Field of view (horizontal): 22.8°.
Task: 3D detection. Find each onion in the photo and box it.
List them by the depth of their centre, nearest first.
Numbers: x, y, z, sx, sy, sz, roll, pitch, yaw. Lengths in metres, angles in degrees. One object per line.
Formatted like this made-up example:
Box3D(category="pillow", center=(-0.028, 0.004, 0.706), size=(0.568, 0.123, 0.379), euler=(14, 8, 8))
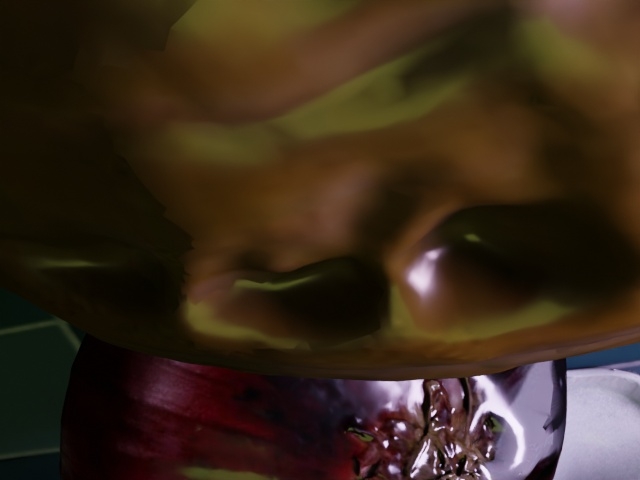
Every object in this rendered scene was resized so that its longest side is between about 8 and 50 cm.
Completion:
Box3D(category="onion", center=(-0.012, 0.086, 0.812), size=(0.273, 0.285, 0.273), euler=(-5, 103, -24))

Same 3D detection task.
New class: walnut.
Box3D(category="walnut", center=(0.027, -0.113, 0.460), size=(0.397, 0.308, 0.354), euler=(-7, 154, 15))

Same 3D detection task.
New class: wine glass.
Box3D(category="wine glass", center=(0.153, 0.189, 0.970), size=(0.164, 0.165, 0.196), euler=(3, 145, 3))
